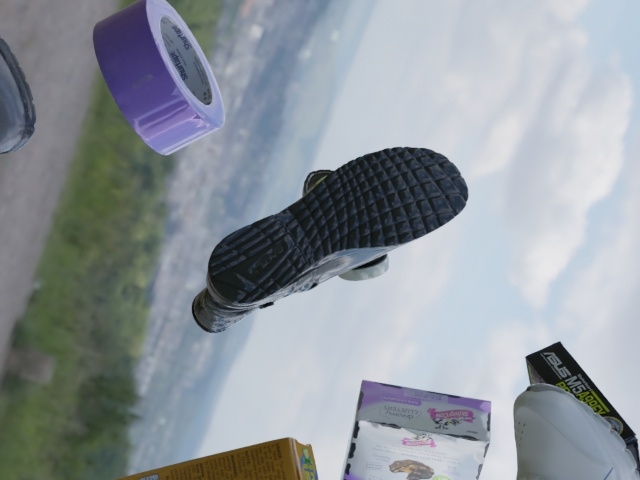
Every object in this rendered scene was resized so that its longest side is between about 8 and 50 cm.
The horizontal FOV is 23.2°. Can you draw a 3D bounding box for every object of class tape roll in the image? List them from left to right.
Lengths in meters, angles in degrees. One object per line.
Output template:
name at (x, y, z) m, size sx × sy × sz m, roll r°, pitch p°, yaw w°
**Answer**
tape roll at (-0.200, -0.207, 1.949) m, size 0.080 × 0.189 × 0.189 m, roll -26°, pitch -166°, yaw 13°

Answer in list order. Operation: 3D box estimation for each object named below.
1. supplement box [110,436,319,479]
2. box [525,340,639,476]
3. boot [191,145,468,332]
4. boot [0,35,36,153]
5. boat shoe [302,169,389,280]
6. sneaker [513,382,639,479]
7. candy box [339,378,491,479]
supplement box at (-0.121, 0.275, 1.678) m, size 0.078 × 0.233 × 0.080 m, roll 39°, pitch 36°, yaw -69°
box at (0.371, 0.305, 2.153) m, size 0.216 × 0.060 × 0.270 m, roll -123°, pitch -166°, yaw -52°
boot at (0.000, 0.000, 1.373) m, size 0.083 × 0.247 × 0.161 m, roll 65°, pitch -12°, yaw 8°
boot at (-0.470, -0.213, 1.666) m, size 0.118 × 0.338 × 0.223 m, roll -39°, pitch 177°, yaw 30°
boat shoe at (0.025, -0.036, 1.751) m, size 0.227 × 0.081 × 0.068 m, roll -120°, pitch -164°, yaw -60°
sneaker at (0.232, 0.279, 1.469) m, size 0.111 × 0.129 × 0.297 m, roll -1°, pitch -71°, yaw 54°
candy box at (0.114, 0.272, 1.940) m, size 0.070 × 0.165 × 0.196 m, roll -80°, pitch 180°, yaw -47°
